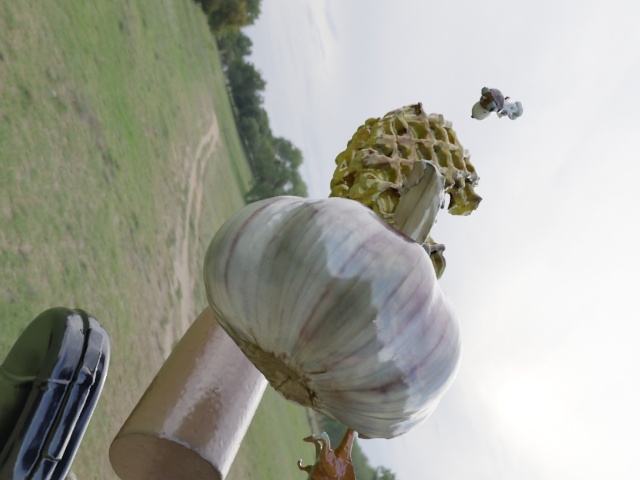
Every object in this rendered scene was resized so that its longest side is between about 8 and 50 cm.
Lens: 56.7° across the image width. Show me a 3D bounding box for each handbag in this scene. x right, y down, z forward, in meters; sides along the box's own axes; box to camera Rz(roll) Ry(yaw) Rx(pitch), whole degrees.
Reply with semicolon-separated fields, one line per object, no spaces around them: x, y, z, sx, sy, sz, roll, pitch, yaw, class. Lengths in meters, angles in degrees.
-0.395;0.236;0.814;0.254;0.093;0.308;-13;-126;49;handbag

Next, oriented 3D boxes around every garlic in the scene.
0.035;0.028;0.541;0.245;0.253;0.245;34;-20;14;garlic

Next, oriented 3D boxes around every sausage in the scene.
-0.129;0.169;0.697;0.253;0.123;0.123;-67;151;-54;sausage

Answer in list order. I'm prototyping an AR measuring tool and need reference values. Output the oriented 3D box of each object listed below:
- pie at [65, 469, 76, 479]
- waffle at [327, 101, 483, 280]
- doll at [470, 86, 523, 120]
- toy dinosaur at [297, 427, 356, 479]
-0.630;0.598;1.193;0.075;0.337;0.337;57;0;-15;pie
0.150;-0.086;1.026;0.261;0.151;0.324;56;44;-21;waffle
0.255;-0.190;0.843;0.058;0.085;0.040;126;-42;-65;doll
0.022;0.420;1.088;0.057;0.212;0.142;-9;68;-58;toy dinosaur
